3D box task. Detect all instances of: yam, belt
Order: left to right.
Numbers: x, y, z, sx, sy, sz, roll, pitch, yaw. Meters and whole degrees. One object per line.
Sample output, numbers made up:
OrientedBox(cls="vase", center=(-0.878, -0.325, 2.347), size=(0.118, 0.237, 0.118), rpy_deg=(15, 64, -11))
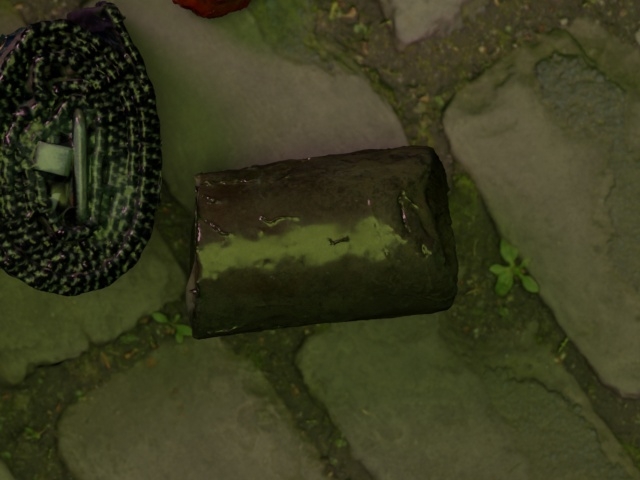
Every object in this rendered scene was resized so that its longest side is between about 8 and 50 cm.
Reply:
OrientedBox(cls="belt", center=(-0.282, -0.098, 1.312), size=(0.207, 0.160, 0.295), rpy_deg=(-8, 102, -25))
OrientedBox(cls="yam", center=(0.000, 0.000, 1.347), size=(0.300, 0.195, 0.195), rpy_deg=(-7, 100, -6))

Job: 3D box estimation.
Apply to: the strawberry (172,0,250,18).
OrientedBox(cls="strawberry", center=(-0.140, -0.322, 1.345), size=(0.121, 0.082, 0.188), rpy_deg=(-41, 92, -20))
